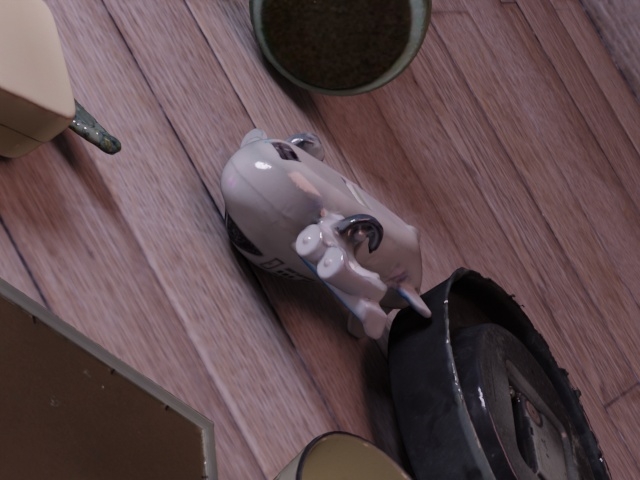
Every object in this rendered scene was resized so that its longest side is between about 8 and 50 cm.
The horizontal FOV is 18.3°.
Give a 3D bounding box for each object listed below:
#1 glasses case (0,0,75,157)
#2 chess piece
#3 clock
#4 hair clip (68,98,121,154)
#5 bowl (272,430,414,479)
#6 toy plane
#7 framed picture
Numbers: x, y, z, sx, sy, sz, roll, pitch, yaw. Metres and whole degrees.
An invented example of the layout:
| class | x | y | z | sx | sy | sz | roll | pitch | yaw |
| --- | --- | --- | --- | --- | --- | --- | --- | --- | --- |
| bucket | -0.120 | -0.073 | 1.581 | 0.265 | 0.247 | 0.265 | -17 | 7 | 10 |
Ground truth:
| class | x | y | z | sx | sy | sz | roll | pitch | yaw |
| --- | --- | --- | --- | --- | --- | --- | --- | --- | --- |
| glasses case | -0.319 | -0.168 | 1.493 | 0.313 | 0.070 | 0.131 | 23 | 42 | -51 |
| chess piece | 0.023 | -0.292 | 2.207 | 0.194 | 0.194 | 0.299 | 50 | 16 | -18 |
| clock | 0.193 | 0.216 | 1.986 | 0.386 | 0.076 | 0.386 | 49 | 25 | -33 |
| hair clip | -0.246 | -0.159 | 1.673 | 0.229 | 0.036 | 0.066 | 53 | 21 | 3 |
| bowl | 0.014 | 0.276 | 1.536 | 0.238 | 0.126 | 0.238 | 44 | 28 | -30 |
| toy plane | 0.004 | -0.004 | 1.867 | 0.267 | 0.122 | 0.267 | 44 | 9 | -9 |
| framed picture | -0.164 | 0.160 | 1.470 | 0.273 | 0.016 | 0.216 | 40 | 29 | -37 |
